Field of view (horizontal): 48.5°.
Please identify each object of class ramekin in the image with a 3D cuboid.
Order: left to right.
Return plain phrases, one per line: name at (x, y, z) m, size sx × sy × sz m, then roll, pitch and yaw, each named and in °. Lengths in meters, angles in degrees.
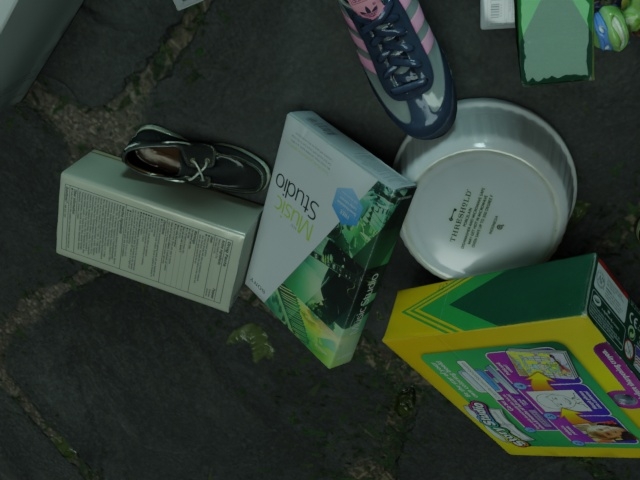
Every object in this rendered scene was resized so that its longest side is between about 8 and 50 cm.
ramekin at (0.229, -0.055, 1.013) m, size 0.272 × 0.127 × 0.273 m, roll 6°, pitch 119°, yaw 11°

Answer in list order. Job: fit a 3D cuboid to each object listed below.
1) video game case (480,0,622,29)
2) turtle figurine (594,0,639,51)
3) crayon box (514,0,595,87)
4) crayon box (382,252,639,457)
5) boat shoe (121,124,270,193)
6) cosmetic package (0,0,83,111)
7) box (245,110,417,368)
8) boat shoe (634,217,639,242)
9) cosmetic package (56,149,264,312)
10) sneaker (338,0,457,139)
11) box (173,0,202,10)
video game case at (0.293, -0.372, 0.887) m, size 0.183 × 0.023 × 0.201 m, roll 1°, pitch 117°, yaw 14°
turtle figurine at (0.435, -0.255, 0.743) m, size 0.266 × 0.274 × 0.198 m, roll -25°, pitch 88°, yaw 13°
crayon box at (0.250, -0.351, 0.781) m, size 0.081 × 0.202 × 0.319 m, roll -2°, pitch 115°, yaw 15°
crayon box at (0.324, 0.186, 1.026) m, size 0.313 × 0.106 × 0.363 m, roll -14°, pitch 132°, yaw 44°
boat shoe at (-0.196, -0.115, 1.119) m, size 0.233 × 0.079 × 0.084 m, roll 16°, pitch 119°, yaw 4°
cosmetic package at (-0.449, -0.342, 0.983) m, size 0.156 × 0.217 × 0.385 m, roll 40°, pitch 118°, yaw -9°
box at (0.000, 0.000, 1.072) m, size 0.232 × 0.058 × 0.322 m, roll 41°, pitch 129°, yaw 35°
boat shoe at (0.547, -0.039, 0.972) m, size 0.223 × 0.073 × 0.080 m, roll -29°, pitch 108°, yaw 26°
cosmetic package at (-0.264, -0.018, 1.168) m, size 0.309 × 0.113 × 0.160 m, roll 19°, pitch 121°, yaw 3°
sneaker at (0.076, -0.271, 0.898) m, size 0.112 × 0.131 × 0.319 m, roll -22°, pitch 96°, yaw 25°
box at (-0.122, -0.374, 0.886) m, size 0.103 × 0.203 × 0.114 m, roll -16°, pitch 111°, yaw 21°
